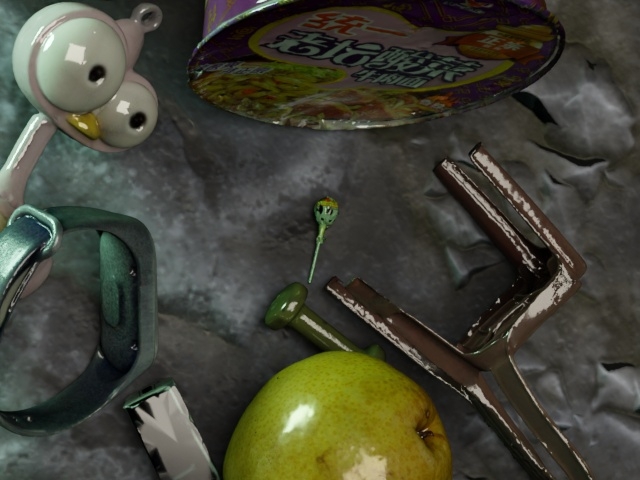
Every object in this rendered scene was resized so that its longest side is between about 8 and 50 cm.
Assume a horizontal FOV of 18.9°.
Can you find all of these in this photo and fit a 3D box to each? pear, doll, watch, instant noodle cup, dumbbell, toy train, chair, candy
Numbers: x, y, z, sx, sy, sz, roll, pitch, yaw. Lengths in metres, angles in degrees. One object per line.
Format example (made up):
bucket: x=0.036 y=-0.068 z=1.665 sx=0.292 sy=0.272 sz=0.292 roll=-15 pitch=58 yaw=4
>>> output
pear: x=0.021 y=0.197 z=1.690 sx=0.209 sy=0.209 sz=0.208 roll=2 pitch=84 yaw=-18
doll: x=-0.255 y=-0.067 z=1.685 sx=0.160 sy=0.094 sz=0.365 roll=43 pitch=78 yaw=-37
watch: x=-0.227 y=0.065 z=1.656 sx=0.193 sy=0.068 sz=0.206 roll=-18 pitch=122 yaw=-39
instant noodle cup: x=0.036 y=-0.274 z=1.707 sx=0.340 sy=0.340 sz=0.265 roll=0 pitch=72 yaw=-18
dumbbell: x=0.005 y=0.090 z=1.782 sx=0.118 sy=0.052 sz=0.046 roll=39 pitch=48 yaw=-11
toy train: x=-0.103 y=0.247 z=1.737 sx=0.055 sy=0.048 sz=0.251 roll=-25 pitch=98 yaw=-8
chair: x=0.184 y=0.093 z=1.777 sx=0.326 sy=0.175 sz=0.183 roll=45 pitch=82 yaw=-6
candy: x=0.000 y=0.000 z=1.807 sx=0.025 sy=0.023 sz=0.083 roll=11 pitch=87 yaw=18
